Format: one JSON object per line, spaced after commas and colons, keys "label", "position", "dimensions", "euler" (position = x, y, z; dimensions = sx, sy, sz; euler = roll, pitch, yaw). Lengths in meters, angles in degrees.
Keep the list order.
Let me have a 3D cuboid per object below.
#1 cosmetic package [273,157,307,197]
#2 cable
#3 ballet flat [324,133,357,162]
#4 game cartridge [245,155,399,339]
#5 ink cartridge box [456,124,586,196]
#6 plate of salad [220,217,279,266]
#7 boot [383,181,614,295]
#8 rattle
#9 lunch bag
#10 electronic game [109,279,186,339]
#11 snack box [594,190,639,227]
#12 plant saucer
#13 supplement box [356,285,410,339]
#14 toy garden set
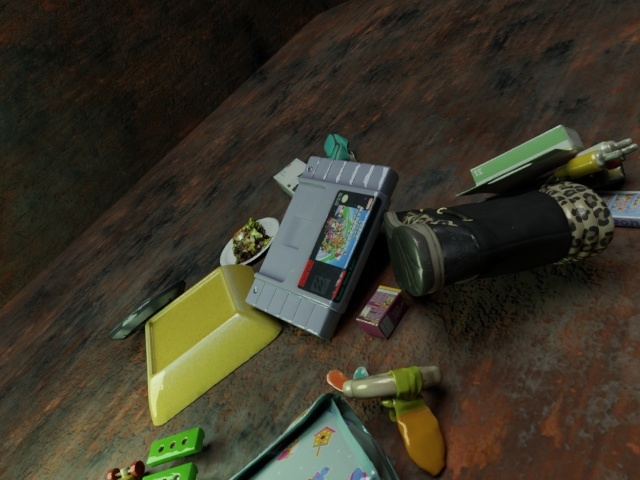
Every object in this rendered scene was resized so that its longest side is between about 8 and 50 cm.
{"label": "cosmetic package", "position": [-0.052, -0.167, 1.443], "dimensions": [0.099, 0.060, 0.239], "euler": [-38, 30, -6]}
{"label": "cable", "position": [0.403, -0.107, 0.873], "dimensions": [0.140, 0.072, 0.287], "euler": [-14, -1, -43]}
{"label": "ballet flat", "position": [0.061, -0.234, 1.394], "dimensions": [0.247, 0.087, 0.083], "euler": [-92, 24, -59]}
{"label": "game cartridge", "position": [0.000, 0.000, 1.008], "dimensions": [0.230, 0.068, 0.355], "euler": [15, 78, 45]}
{"label": "ink cartridge box", "position": [0.341, -0.134, 0.850], "dimensions": [0.171, 0.056, 0.235], "euler": [-28, -13, 37]}
{"label": "plate of salad", "position": [-0.203, -0.001, 1.376], "dimensions": [0.200, 0.048, 0.199], "euler": [-25, 32, 17]}
{"label": "boot", "position": [0.258, -0.009, 0.823], "dimensions": [0.284, 0.138, 0.377], "euler": [-12, 1, 3]}
{"label": "rattle", "position": [0.095, 0.255, 0.740], "dimensions": [0.130, 0.142, 0.200], "euler": [-20, -5, -46]}
{"label": "lunch bag", "position": [-0.018, 0.326, 0.634], "dimensions": [0.223, 0.160, 0.262], "euler": [-42, 19, -4]}
{"label": "electronic game", "position": [-0.446, 0.179, 1.285], "dimensions": [0.229, 0.048, 0.229], "euler": [-39, 0, 0]}
{"label": "snack box", "position": [0.500, -0.048, 0.762], "dimensions": [0.178, 0.022, 0.064], "euler": [9, 51, 50]}
{"label": "plant saucer", "position": [-0.281, 0.201, 1.143], "dimensions": [0.333, 0.081, 0.333], "euler": [-37, 30, -2]}
{"label": "supplement box", "position": [0.113, 0.127, 0.885], "dimensions": [0.055, 0.043, 0.083], "euler": [9, 51, 49]}
{"label": "toy garden set", "position": [-0.293, 0.460, 0.829], "dimensions": [0.204, 0.049, 0.244], "euler": [-24, 33, 17]}
